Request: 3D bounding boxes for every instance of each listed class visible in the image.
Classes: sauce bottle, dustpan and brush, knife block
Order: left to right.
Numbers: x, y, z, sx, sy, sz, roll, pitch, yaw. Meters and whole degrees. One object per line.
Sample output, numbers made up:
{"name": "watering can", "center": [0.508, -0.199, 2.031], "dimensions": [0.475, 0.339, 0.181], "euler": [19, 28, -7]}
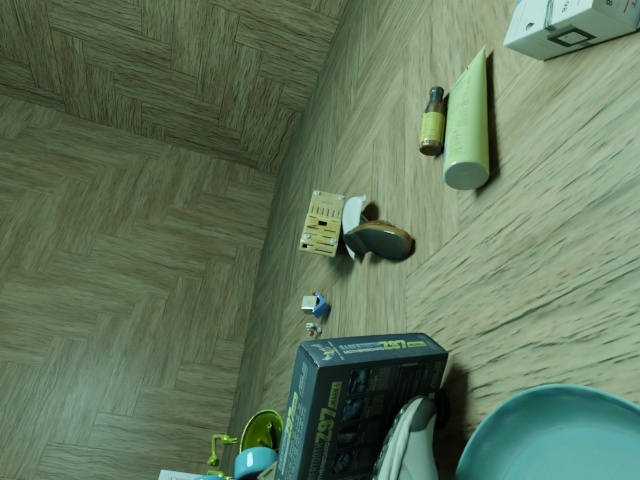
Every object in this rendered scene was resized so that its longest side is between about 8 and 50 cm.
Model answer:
{"name": "knife block", "center": [0.000, 0.000, 1.195], "dimensions": [0.242, 0.088, 0.275], "euler": [100, -179, -46]}
{"name": "dustpan and brush", "center": [0.087, -0.059, 1.085], "dimensions": [0.211, 0.060, 0.147], "euler": [-119, 33, -63]}
{"name": "sauce bottle", "center": [0.202, -0.214, 0.790], "dimensions": [0.042, 0.042, 0.128], "euler": [138, 147, -67]}

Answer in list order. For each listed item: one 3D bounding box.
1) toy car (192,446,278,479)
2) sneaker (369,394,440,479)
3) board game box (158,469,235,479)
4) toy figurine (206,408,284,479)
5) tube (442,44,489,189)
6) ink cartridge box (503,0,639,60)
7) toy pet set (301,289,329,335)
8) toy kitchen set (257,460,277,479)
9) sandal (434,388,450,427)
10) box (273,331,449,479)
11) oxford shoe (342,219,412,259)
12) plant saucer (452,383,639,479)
{"name": "toy car", "center": [-0.179, 0.395, 0.603], "dimensions": [0.210, 0.238, 0.219], "euler": [-35, 34, 15]}
{"name": "sneaker", "center": [0.090, 0.283, 0.430], "dimensions": [0.271, 0.108, 0.100], "euler": [-66, -15, -45]}
{"name": "board game box", "center": [-0.287, 0.744, 1.140], "dimensions": [0.066, 0.319, 0.317], "euler": [-104, 32, -65]}
{"name": "toy figurine", "center": [-0.081, 0.520, 0.777], "dimensions": [0.191, 0.217, 0.362], "euler": [-31, 34, 20]}
{"name": "tube", "center": [0.220, -0.185, 0.663], "dimensions": [0.070, 0.062, 0.240], "euler": [-9, 52, 30]}
{"name": "ink cartridge box", "center": [0.284, -0.267, 0.465], "dimensions": [0.180, 0.060, 0.104], "euler": [-138, 65, -75]}
{"name": "toy pet set", "center": [-0.002, 0.183, 1.199], "dimensions": [0.114, 0.065, 0.122], "euler": [65, -152, -51]}
{"name": "toy kitchen set", "center": [-0.045, 0.356, 0.649], "dimensions": [0.068, 0.083, 0.075], "euler": [49, 137, 21]}
{"name": "sandal", "center": [0.129, 0.215, 0.640], "dimensions": [0.179, 0.040, 0.067], "euler": [15, 95, 62]}
{"name": "box", "center": [0.047, 0.232, 0.549], "dimensions": [0.059, 0.184, 0.232], "euler": [34, 119, 58]}
{"name": "oxford shoe", "center": [0.119, -0.014, 0.865], "dimensions": [0.076, 0.076, 0.212], "euler": [-38, 17, -16]}
{"name": "plant saucer", "center": [0.189, 0.267, 0.310], "dimensions": [0.317, 0.044, 0.317], "euler": [-165, 90, -76]}
